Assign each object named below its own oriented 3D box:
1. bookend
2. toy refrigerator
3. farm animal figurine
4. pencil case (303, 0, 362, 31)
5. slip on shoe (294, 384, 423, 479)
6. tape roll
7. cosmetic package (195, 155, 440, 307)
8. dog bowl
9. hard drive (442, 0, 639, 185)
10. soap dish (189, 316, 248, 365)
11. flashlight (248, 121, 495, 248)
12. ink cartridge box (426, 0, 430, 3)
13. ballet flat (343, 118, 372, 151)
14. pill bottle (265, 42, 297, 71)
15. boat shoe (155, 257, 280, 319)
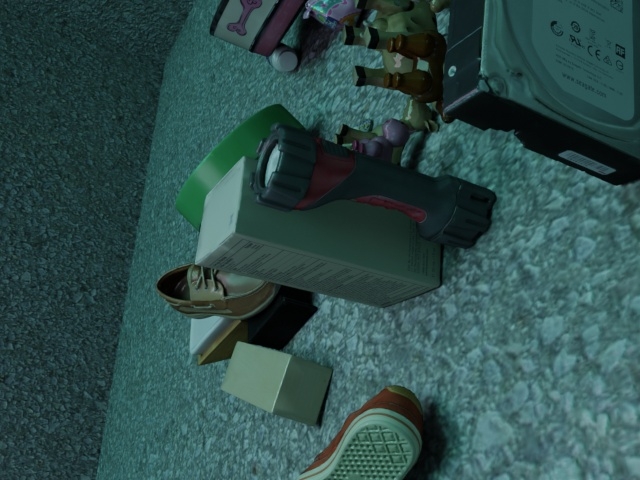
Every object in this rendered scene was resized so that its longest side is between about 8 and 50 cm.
[{"bbox_3d":[-0.079,0.106,1.374,0.156,0.072,0.157,-51,32,39],"label":"bookend"},{"bbox_3d":[-0.084,0.255,1.270,0.269,0.094,0.102,-7,62,63],"label":"toy refrigerator"},{"bbox_3d":[0.133,-0.233,1.023,0.330,0.172,0.326,127,142,-64],"label":"farm animal figurine"},{"bbox_3d":[0.064,-0.577,1.448,0.284,0.124,0.124,-67,25,11],"label":"pencil case"},{"bbox_3d":[0.045,0.315,0.956,0.331,0.123,0.101,-61,-5,37],"label":"slip on shoe"},{"bbox_3d":[-0.170,-0.153,1.508,0.321,0.077,0.321,-44,-3,-2],"label":"tape roll"},{"bbox_3d":[0.000,0.000,0.982,0.160,0.309,0.113,-31,48,56],"label":"cosmetic package"},{"bbox_3d":[-0.088,-0.611,1.627,0.408,0.150,0.408,-53,11,14],"label":"dog bowl"},{"bbox_3d":[0.244,-0.248,0.710,0.064,0.237,0.339,-27,50,58],"label":"hard drive"},{"bbox_3d":[-0.199,0.111,1.572,0.229,0.118,0.290,-47,35,45],"label":"soap dish"},{"bbox_3d":[0.066,-0.056,0.882,0.103,0.304,0.103,1,76,65],"label":"flashlight"},{"bbox_3d":[0.210,-0.450,1.089,0.153,0.087,0.208,-68,25,12],"label":"ink cartridge box"},{"bbox_3d":[0.057,-0.180,1.306,0.114,0.041,0.041,-62,27,23],"label":"ballet flat"},{"bbox_3d":[-0.098,-0.468,1.785,0.067,0.067,0.120,-67,25,15],"label":"pill bottle"},{"bbox_3d":[-0.206,0.088,1.362,0.324,0.116,0.123,-18,55,40],"label":"boat shoe"}]
